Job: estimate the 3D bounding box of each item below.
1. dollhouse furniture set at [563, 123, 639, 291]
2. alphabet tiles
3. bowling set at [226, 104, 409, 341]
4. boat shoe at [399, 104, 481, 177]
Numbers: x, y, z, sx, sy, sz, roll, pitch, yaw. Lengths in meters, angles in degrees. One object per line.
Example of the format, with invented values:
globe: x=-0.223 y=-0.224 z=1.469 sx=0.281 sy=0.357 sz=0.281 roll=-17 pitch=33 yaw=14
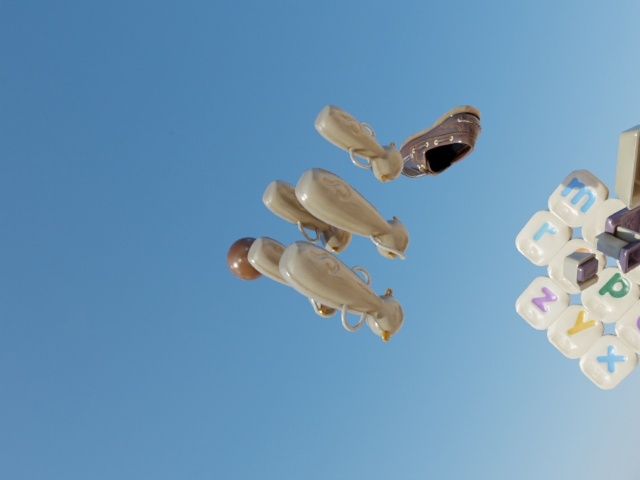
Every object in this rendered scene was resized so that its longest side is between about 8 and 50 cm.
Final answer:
dollhouse furniture set: x=0.235 y=-0.018 z=0.548 sx=0.091 sy=0.081 sz=0.114 roll=-24 pitch=-55 yaw=-25
alphabet tiles: x=0.396 y=0.045 z=0.989 sx=0.021 sy=0.284 sz=0.278 roll=-13 pitch=-37 yaw=-56
bowling set: x=0.000 y=0.000 z=0.921 sx=0.154 sy=0.200 sz=0.287 roll=33 pitch=-130 yaw=-23
boat shoe: x=0.186 y=-0.144 z=1.259 sx=0.207 sy=0.073 sz=0.073 roll=140 pitch=142 yaw=-61
